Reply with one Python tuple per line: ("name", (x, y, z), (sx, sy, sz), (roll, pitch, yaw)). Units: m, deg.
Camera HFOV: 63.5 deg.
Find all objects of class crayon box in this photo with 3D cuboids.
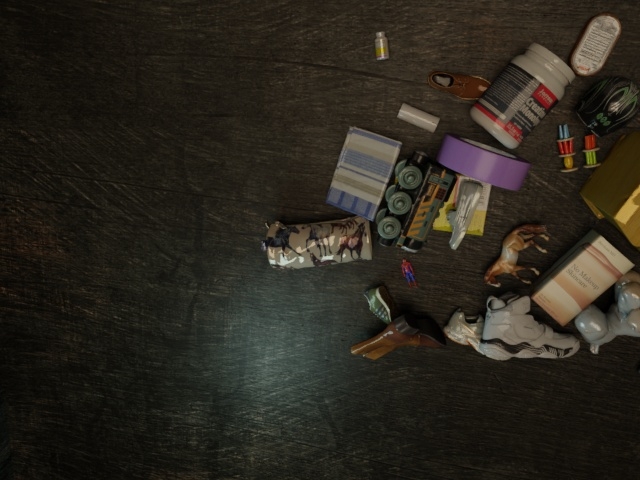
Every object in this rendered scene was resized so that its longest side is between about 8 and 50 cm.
("crayon box", (0.407, -0.141, 1.768), (0.318, 0.081, 0.203), (8, 107, 8))

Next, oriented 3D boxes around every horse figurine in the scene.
("horse figurine", (0.679, 0.048, 1.779), (0.174, 0.066, 0.264), (14, 111, 1))

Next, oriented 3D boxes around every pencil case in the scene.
("pencil case", (0.000, 0.000, 1.850), (0.409, 0.160, 0.184), (-7, 116, 13))

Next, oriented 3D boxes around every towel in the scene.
("towel", (0.144, -0.231, 1.762), (0.209, 0.034, 0.285), (24, 100, 28))

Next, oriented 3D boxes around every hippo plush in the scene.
("hippo plush", (0.978, 0.241, 1.733), (0.236, 0.235, 0.294), (-22, 144, 34))

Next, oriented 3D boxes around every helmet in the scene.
("helmet", (0.877, -0.410, 1.562), (0.169, 0.169, 0.161), (44, 126, -4))

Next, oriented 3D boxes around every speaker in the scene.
("speaker", (0.324, -0.408, 1.720), (0.136, 0.055, 0.055), (24, 109, 4))

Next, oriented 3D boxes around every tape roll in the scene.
("tape roll", (0.506, -0.248, 1.615), (0.274, 0.275, 0.090), (20, 110, 5))

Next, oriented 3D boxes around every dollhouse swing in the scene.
("dollhouse swing", (0.987, -0.102, 1.522), (0.304, 0.347, 0.315), (31, 109, 2))

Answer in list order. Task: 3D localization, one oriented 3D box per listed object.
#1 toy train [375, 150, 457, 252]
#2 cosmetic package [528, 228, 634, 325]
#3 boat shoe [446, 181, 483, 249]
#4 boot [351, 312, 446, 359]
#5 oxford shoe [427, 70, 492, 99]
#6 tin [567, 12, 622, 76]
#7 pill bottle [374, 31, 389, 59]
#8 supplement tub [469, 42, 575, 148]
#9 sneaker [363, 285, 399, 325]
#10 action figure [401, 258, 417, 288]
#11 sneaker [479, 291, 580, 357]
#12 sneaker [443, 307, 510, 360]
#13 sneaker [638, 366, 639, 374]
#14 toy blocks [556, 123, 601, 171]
("toy train", (0.306, -0.118, 1.686), (0.190, 0.142, 0.334), (19, 109, -5))
("cosmetic package", (0.859, 0.123, 1.724), (0.153, 0.129, 0.296), (42, 109, 6))
("boat shoe", (0.457, -0.084, 1.698), (0.081, 0.079, 0.228), (22, 104, 14))
("boot", (0.296, 0.392, 1.928), (0.264, 0.096, 0.280), (19, 133, -37))
("oxford shoe", (0.449, -0.497, 1.660), (0.212, 0.076, 0.076), (12, 106, 6))
("tin", (0.833, -0.594, 1.576), (0.106, 0.040, 0.190), (25, 109, 8))
("pill bottle", (0.200, -0.633, 1.685), (0.043, 0.043, 0.084), (-5, 105, 13))
("supplement tub", (0.611, -0.437, 1.583), (0.191, 0.191, 0.272), (39, 110, -2))
("sneaker", (0.227, 0.253, 1.936), (0.086, 0.064, 0.192), (-11, 116, 38))
("action figure", (0.323, 0.120, 1.891), (0.038, 0.030, 0.115), (-17, 100, 21))
("sneaker", (0.729, 0.290, 1.788), (0.365, 0.137, 0.211), (1, 92, -9))
("sneaker", (0.585, 0.337, 1.868), (0.262, 0.099, 0.121), (23, 105, 3))
("sneaker", (1.183, 0.383, 1.773), (0.087, 0.130, 0.228), (16, 138, -6))
("toy blocks", (0.823, -0.303, 1.652), (0.123, 0.054, 0.148), (-10, 103, 15))
